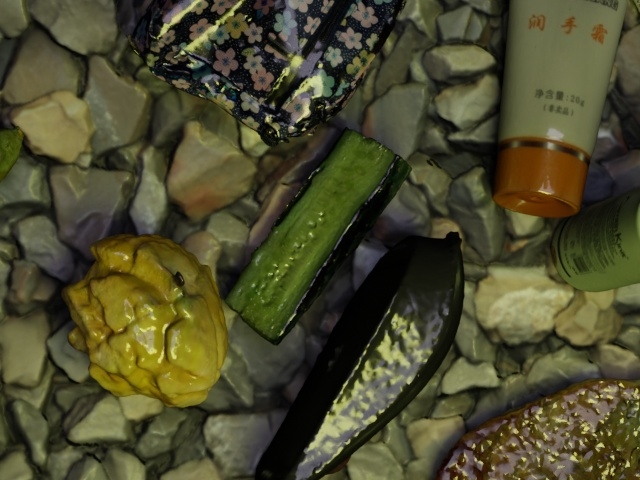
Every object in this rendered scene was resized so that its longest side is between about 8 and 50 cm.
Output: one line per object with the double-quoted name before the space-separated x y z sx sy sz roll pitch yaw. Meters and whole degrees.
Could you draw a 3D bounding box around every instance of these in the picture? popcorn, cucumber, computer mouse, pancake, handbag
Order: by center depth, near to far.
"popcorn" -0.150 0.067 1.250 0.148 0.152 0.167 8 52 -45
"computer mouse" 0.047 0.122 1.267 0.087 0.168 0.295 34 81 -8
"handbag" -0.039 -0.209 1.307 0.208 0.127 0.228 34 78 -13
"cucumber" 0.000 0.000 1.329 0.078 0.062 0.211 31 83 28
"pancake" 0.263 0.298 1.344 0.356 0.065 0.356 2 81 -11

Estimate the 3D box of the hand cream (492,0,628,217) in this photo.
"hand cream" 0.238 -0.179 1.387 0.140 0.089 0.314 8 74 1

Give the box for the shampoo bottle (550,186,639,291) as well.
"shampoo bottle" 0.292 -0.005 1.281 0.085 0.262 0.085 1 83 -11

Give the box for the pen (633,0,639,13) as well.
"pen" 0.338 -0.227 1.437 0.028 0.028 0.239 -27 90 -13

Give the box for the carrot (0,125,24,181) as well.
"carrot" -0.402 0.012 1.235 0.358 0.074 0.074 -41 93 -14
